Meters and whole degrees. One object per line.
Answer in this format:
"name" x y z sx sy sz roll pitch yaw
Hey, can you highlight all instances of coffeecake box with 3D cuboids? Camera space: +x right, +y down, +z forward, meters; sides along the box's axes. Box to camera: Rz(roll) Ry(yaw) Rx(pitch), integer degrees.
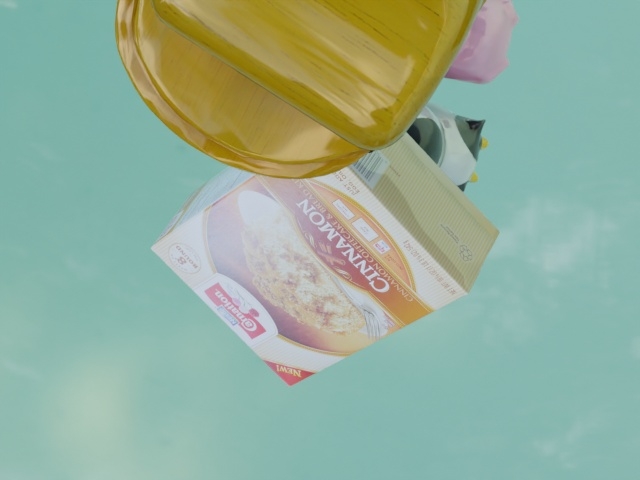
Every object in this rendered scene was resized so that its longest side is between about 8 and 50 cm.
"coffeecake box" 0.000 0.000 1.042 0.142 0.068 0.185 45 135 -13

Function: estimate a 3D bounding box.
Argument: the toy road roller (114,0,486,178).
"toy road roller" 0.027 -0.182 0.801 0.330 0.202 0.240 -55 13 16

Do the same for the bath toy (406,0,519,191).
"bath toy" 0.097 -0.148 1.245 0.129 0.151 0.348 15 100 9
